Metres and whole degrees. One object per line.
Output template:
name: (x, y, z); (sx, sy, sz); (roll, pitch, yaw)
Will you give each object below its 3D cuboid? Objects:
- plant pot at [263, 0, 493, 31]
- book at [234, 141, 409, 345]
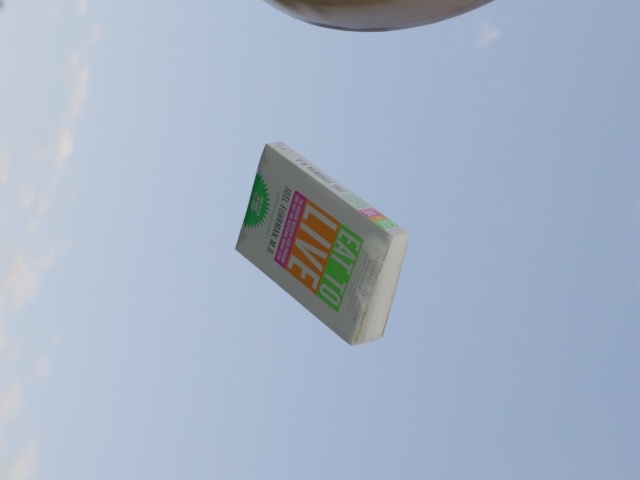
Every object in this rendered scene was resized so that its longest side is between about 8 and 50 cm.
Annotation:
plant pot: (0.022, -0.219, 0.583); (0.237, 0.110, 0.237); (-8, -108, 23)
book: (0.000, 0.000, 1.030); (0.144, 0.035, 0.096); (37, -57, 35)
